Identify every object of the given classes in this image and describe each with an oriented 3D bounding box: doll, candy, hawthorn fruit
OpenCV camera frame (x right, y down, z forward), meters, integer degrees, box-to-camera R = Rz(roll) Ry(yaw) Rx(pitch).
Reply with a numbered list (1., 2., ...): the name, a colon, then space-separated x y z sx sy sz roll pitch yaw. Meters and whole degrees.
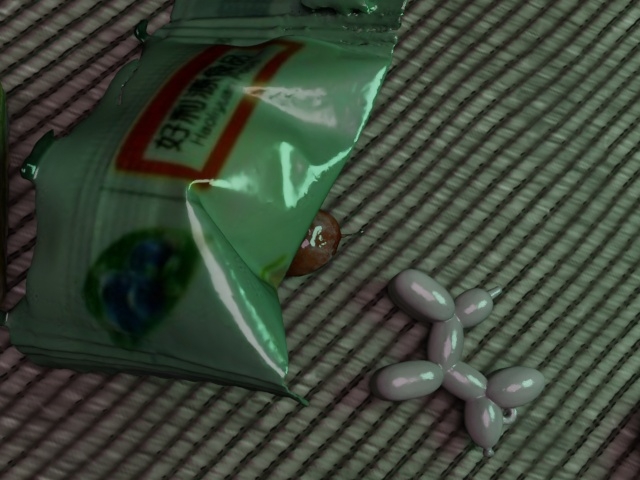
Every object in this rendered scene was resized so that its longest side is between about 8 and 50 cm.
1. doll: 0.131 0.115 0.795 0.160 0.059 0.161 12 75 -7
2. candy: -0.088 -0.068 0.731 0.263 0.172 0.398 12 66 16
3. hawthorn fruit: 0.000 0.000 0.796 0.103 0.067 0.066 -1 78 -24

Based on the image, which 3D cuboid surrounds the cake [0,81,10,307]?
1. cake: -0.289 -0.043 0.721 0.090 0.109 0.225 16 76 -6
